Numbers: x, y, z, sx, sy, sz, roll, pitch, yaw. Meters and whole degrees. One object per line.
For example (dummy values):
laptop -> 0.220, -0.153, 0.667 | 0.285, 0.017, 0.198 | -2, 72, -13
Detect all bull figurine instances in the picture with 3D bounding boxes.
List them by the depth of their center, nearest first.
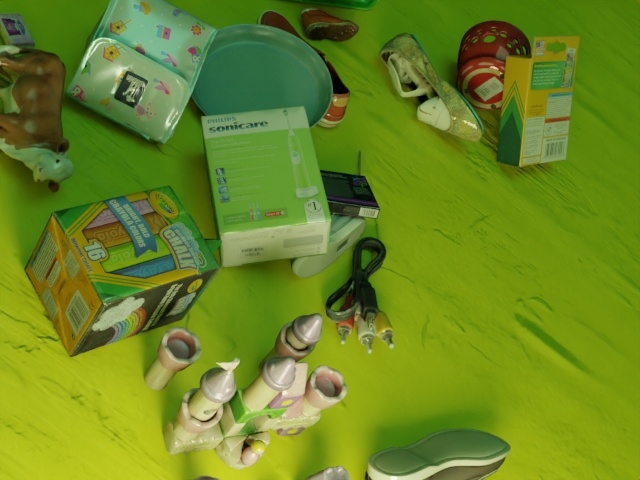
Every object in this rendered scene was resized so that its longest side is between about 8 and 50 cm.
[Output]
bull figurine -> -0.528, -0.220, 1.612 | 0.188, 0.101, 0.310 | 11, 51, -25

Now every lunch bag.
lunch bag -> -0.353, -0.340, 1.789 | 0.223, 0.160, 0.262 | 27, 65, -18

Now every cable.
cable -> 0.072, 0.101, 1.817 | 0.139, 0.072, 0.287 | 8, 37, -8

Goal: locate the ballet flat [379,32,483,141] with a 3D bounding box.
ballet flat -> 0.263, -0.365, 2.277 | 0.123, 0.123, 0.349 | -19, 69, -42

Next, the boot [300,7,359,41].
boot -> 0.023, -0.545, 2.286 | 0.158, 0.059, 0.085 | -4, 54, -35

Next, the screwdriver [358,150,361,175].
screwdriver -> 0.085, -0.142, 2.034 | 0.024, 0.025, 0.170 | 22, 38, -18

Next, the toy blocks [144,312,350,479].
toy blocks -> -0.079, 0.257, 1.417 | 0.288, 0.260, 0.309 | 0, 56, -35

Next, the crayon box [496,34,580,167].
crayon box -> 0.555, -0.360, 2.331 | 0.203, 0.323, 0.083 | -11, 22, -40

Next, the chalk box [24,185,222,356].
chalk box -> -0.299, 0.038, 1.505 | 0.289, 0.180, 0.179 | -18, 68, -43

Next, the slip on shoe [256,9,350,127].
slip on shoe -> -0.035, -0.413, 2.107 | 0.123, 0.101, 0.331 | -16, 65, -39

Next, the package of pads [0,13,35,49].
package of pads -> -0.590, -0.399, 1.764 | 0.050, 0.032, 0.083 | -12, 63, -41

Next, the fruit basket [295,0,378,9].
fruit basket -> 0.058, -0.699, 2.264 | 0.392, 0.283, 0.392 | 17, 35, -12

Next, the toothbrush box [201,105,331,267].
toothbrush box -> -0.108, -0.106, 1.743 | 0.206, 0.122, 0.283 | -8, 58, -9

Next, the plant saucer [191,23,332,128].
plant saucer -> -0.132, -0.334, 1.966 | 0.317, 0.044, 0.318 | 6, 59, -10

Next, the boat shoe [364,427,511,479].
boat shoe -> 0.208, 0.409, 1.609 | 0.324, 0.097, 0.116 | -4, 18, -40

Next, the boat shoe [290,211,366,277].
boat shoe -> 0.001, -0.001, 1.825 | 0.081, 0.079, 0.227 | 33, 41, 21

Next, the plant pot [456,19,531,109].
plant pot -> 0.449, -0.455, 2.410 | 0.191, 0.191, 0.174 | 30, 49, -10

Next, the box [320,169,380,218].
box -> 0.052, -0.099, 1.903 | 0.116, 0.029, 0.162 | 8, 28, -13
